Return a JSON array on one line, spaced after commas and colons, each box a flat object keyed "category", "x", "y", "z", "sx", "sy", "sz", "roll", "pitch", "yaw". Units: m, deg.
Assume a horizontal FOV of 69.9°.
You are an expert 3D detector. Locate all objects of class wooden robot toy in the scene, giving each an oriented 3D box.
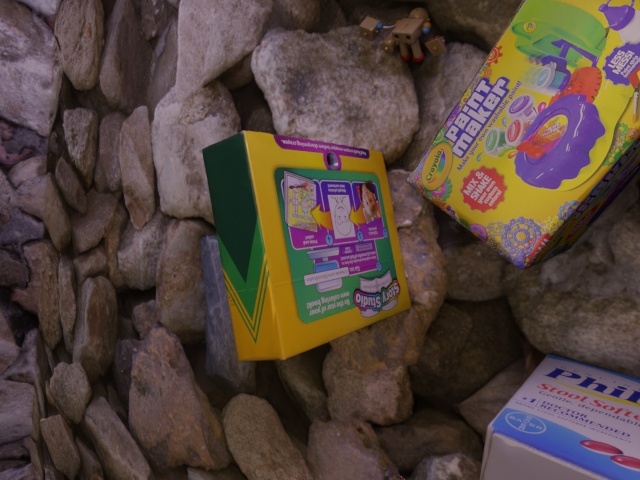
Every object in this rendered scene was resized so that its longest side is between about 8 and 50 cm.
[{"category": "wooden robot toy", "x": 0.160, "y": -0.373, "z": 0.812, "sx": 0.173, "sy": 0.076, "sz": 0.079, "roll": 25, "pitch": 74, "yaw": 34}]

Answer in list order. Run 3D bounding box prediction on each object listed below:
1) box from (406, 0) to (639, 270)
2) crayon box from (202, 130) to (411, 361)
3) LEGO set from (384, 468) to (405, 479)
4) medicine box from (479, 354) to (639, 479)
[{"category": "box", "x": 0.306, "y": -0.140, "z": 0.567, "sx": 0.177, "sy": 0.279, "sz": 0.289, "roll": 45, "pitch": 120, "yaw": 27}, {"category": "crayon box", "x": 0.000, "y": 0.000, "z": 0.767, "sx": 0.106, "sy": 0.363, "sz": 0.312, "roll": -11, "pitch": 87, "yaw": 39}, {"category": "LEGO set", "x": 0.117, "y": 0.510, "z": 0.777, "sx": 0.192, "sy": 0.332, "sz": 0.254, "roll": 57, "pitch": 144, "yaw": 22}, {"category": "medicine box", "x": 0.368, "y": 0.280, "z": 0.550, "sx": 0.264, "sy": 0.289, "sz": 0.148, "roll": 11, "pitch": 103, "yaw": 37}]
